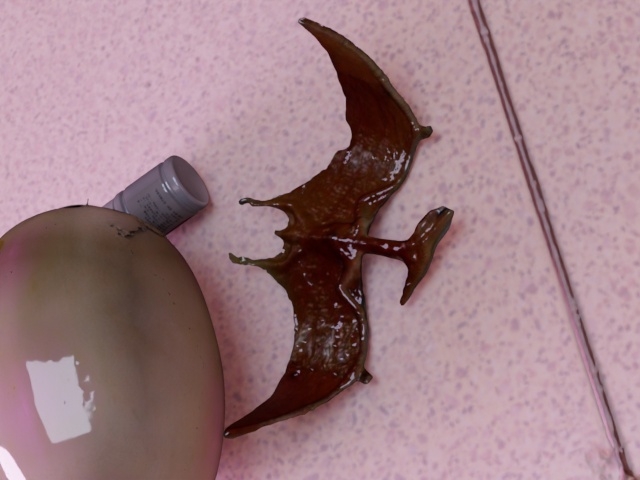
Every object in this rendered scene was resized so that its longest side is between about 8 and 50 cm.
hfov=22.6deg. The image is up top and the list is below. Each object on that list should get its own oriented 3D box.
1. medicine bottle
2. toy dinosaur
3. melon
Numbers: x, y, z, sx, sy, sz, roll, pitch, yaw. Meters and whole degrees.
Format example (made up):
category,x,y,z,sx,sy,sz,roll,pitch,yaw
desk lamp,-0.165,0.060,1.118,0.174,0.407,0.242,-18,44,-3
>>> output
category,x,y,z,sx,sy,sz,roll,pitch,yaw
medicine bottle,-0.156,-0.032,1.495,0.091,0.058,0.058,-34,62,18
toy dinosaur,-0.009,0.004,1.370,0.206,0.113,0.327,38,99,32
melon,-0.195,0.116,1.380,0.223,0.223,0.317,-24,62,22
